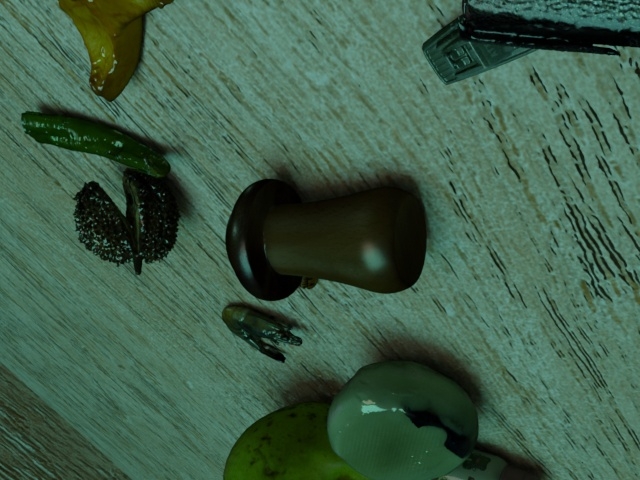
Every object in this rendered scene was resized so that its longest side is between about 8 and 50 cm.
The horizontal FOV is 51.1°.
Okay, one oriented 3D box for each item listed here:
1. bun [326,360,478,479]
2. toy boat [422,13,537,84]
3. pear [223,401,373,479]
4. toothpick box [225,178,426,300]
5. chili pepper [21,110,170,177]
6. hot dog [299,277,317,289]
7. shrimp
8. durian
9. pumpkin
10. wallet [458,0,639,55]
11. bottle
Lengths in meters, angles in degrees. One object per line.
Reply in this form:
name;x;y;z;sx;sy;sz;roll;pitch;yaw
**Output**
bun;0.150;0.314;1.239;0.283;0.179;0.283;4;132;4
toy boat;0.216;-0.231;0.682;0.260;0.085;0.078;-19;116;45
pear;-0.038;0.529;1.436;0.390;0.391;0.391;20;139;18
toothpick box;0.000;0.000;1.007;0.294;0.192;0.192;1;131;28
chili pepper;-0.396;-0.173;1.195;0.358;0.076;0.085;17;153;28
hot dog;-0.027;0.048;1.186;0.049;0.037;0.122;18;140;16
shrimp;-0.116;0.201;1.406;0.217;0.051;0.150;15;141;35
durian;-0.344;-0.030;1.201;0.196;0.196;0.167;31;170;5
pumpkin;-0.328;-0.362;0.935;0.258;0.095;0.290;43;145;-17
wallet;0.238;-0.293;0.562;0.220;0.071;0.263;14;112;27
bottle;0.306;0.473;1.317;0.253;0.120;0.120;9;135;30
